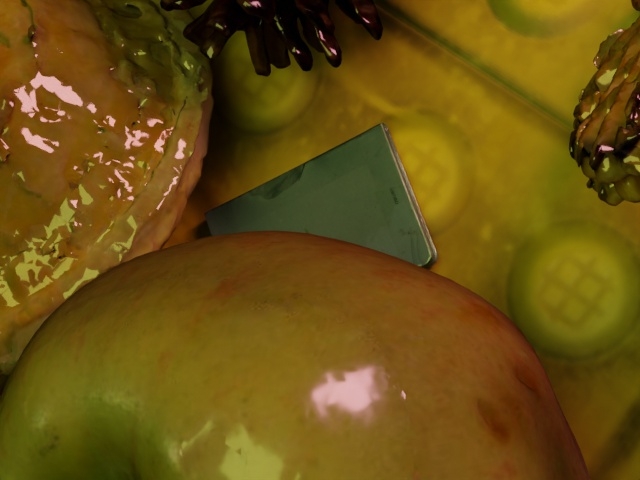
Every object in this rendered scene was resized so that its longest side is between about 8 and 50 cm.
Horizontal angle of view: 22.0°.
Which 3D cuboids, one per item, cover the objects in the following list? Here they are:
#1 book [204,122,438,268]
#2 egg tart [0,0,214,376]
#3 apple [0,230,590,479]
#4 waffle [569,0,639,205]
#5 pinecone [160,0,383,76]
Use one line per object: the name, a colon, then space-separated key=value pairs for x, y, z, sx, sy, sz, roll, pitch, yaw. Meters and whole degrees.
book: x=0.000 y=0.000 z=1.046 sx=0.135 sy=0.017 sz=0.103 roll=-26 pitch=71 yaw=17
egg tart: x=-0.229 y=-0.070 z=1.050 sx=0.341 sy=0.132 sz=0.341 roll=-13 pitch=58 yaw=21
apple: x=-0.028 y=0.159 z=0.879 sx=0.338 sy=0.305 sz=0.338 roll=-3 pitch=83 yaw=22
waffle: x=0.202 y=-0.123 z=0.873 sx=0.051 sy=0.231 sz=0.228 roll=30 pitch=96 yaw=-6
pinecone: x=-0.017 y=-0.192 z=0.982 sx=0.208 sy=0.208 sz=0.207 roll=-3 pitch=82 yaw=23
